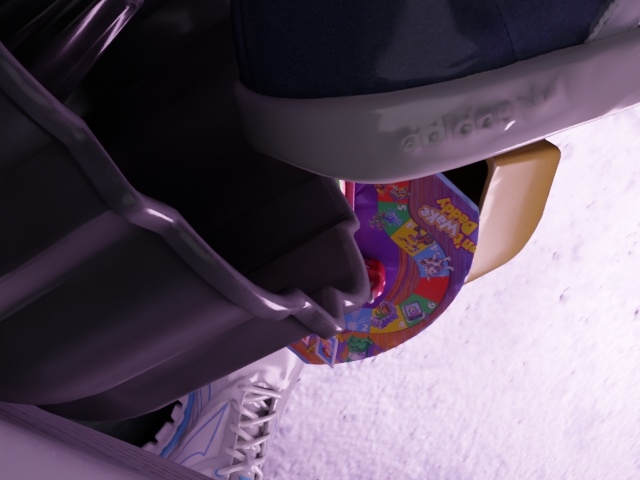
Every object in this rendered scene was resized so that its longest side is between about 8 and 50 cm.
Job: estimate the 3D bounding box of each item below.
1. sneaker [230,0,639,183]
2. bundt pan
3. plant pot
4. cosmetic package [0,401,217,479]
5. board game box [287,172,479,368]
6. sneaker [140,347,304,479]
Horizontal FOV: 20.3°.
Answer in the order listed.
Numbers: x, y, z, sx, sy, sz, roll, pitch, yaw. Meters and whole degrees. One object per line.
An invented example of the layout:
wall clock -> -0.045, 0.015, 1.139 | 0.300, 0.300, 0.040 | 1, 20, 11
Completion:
sneaker -> 0.120, -0.138, 0.671 | 0.350, 0.131, 0.148 | -21, 112, -30
bundt pan -> -0.128, -0.073, 0.654 | 0.124, 0.330, 0.331 | -35, 137, 14
plant pot -> 0.085, -0.034, 0.988 | 0.083, 0.081, 0.081 | -16, 130, -41
cosmetic package -> -0.221, 0.199, 0.699 | 0.394, 0.329, 0.327 | 30, 80, -43
board game box -> 0.000, 0.000, 0.922 | 0.133, 0.033, 0.169 | -41, 112, 21
sneaker -> -0.050, 0.116, 0.998 | 0.071, 0.083, 0.190 | 17, 109, -40
